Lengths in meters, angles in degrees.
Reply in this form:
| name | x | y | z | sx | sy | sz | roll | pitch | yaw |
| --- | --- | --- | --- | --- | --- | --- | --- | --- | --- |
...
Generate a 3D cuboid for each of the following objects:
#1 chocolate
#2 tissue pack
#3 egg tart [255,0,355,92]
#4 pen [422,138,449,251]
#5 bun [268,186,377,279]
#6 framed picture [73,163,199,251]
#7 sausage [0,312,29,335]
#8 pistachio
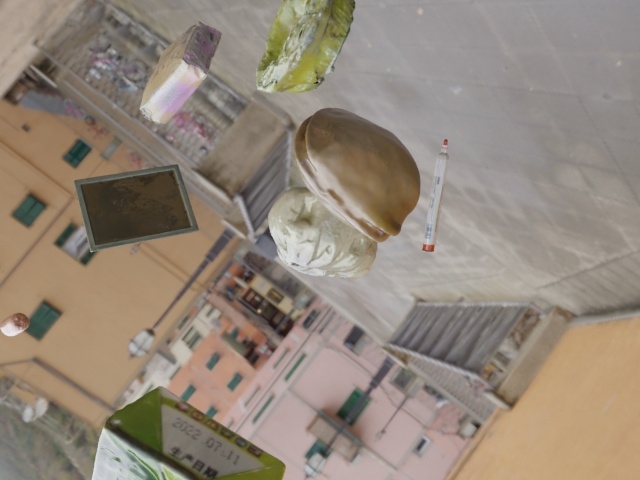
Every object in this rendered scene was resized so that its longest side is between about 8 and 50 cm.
| name | x | y | z | sx | sy | sz | roll | pitch | yaw |
| --- | --- | --- | --- | --- | --- | --- | --- | --- | --- |
| chocolate | -0.220 | 0.415 | 1.121 | 0.289 | 0.137 | 0.301 | 30 | 130 | 9 |
| tissue pack | -0.402 | -0.481 | 1.951 | 0.123 | 0.215 | 0.256 | 30 | 137 | -24 |
| egg tart | -0.013 | -0.264 | 0.861 | 0.078 | 0.197 | 0.197 | 22 | 179 | -19 |
| pen | 0.222 | -0.085 | 1.308 | 0.026 | 0.218 | 0.026 | 8 | -171 | -1 |
| bun | 0.000 | 0.000 | 2.064 | 0.360 | 0.211 | 0.360 | 17 | 158 | 7 |
| framed picture | -0.510 | -0.093 | 1.896 | 0.019 | 0.296 | 0.232 | 117 | 137 | -58 |
| sausage | -0.518 | 0.142 | 1.160 | 0.034 | 0.034 | 0.083 | 41 | 145 | -22 |
| pistachio | 0.058 | -0.126 | 1.135 | 0.260 | 0.163 | 0.213 | 41 | -143 | -40 |
